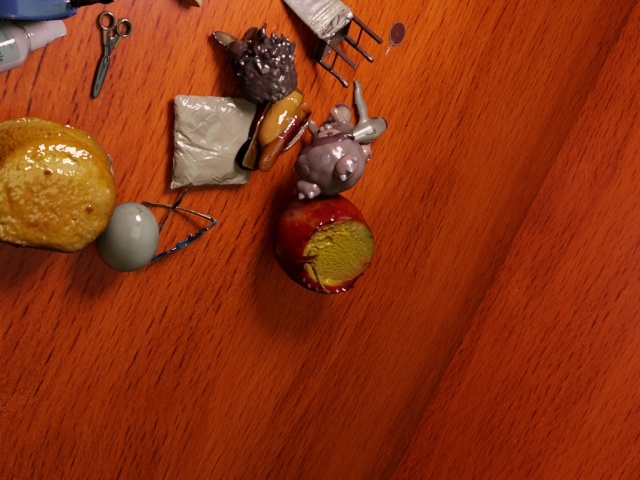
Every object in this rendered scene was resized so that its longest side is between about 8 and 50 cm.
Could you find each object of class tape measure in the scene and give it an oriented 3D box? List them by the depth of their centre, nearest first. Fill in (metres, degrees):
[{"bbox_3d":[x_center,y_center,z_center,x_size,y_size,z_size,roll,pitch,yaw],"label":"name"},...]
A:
[{"bbox_3d":[-0.589,-0.498,1.183,0.215,0.351,0.097,-15,120,-38],"label":"tape measure"}]

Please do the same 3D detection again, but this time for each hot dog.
[{"bbox_3d":[-0.117,-0.342,1.811,0.194,0.107,0.325,30,83,-60],"label":"hot dog"}]

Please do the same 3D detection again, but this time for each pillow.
[{"bbox_3d":[-0.317,-0.294,1.735,0.275,0.076,0.280,-9,118,-39],"label":"pillow"}]

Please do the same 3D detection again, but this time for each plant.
[{"bbox_3d":[-0.168,-0.523,1.672,0.178,0.204,0.233,-63,141,-59],"label":"plant"}]

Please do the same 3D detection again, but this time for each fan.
[{"bbox_3d":[0.266,-0.725,2.068,0.085,0.005,0.133,30,91,-47],"label":"fan"}]

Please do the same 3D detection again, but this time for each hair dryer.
[{"bbox_3d":[0.115,-0.423,2.064,0.219,0.088,0.225,-45,122,-8],"label":"hair dryer"}]

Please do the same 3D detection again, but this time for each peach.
[{"bbox_3d":[-0.005,-0.002,2.015,0.335,0.310,0.406,-47,142,-5],"label":"peach"}]

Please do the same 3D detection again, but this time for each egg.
[{"bbox_3d":[-0.541,-0.010,1.616,0.168,0.168,0.230,-12,143,-37],"label":"egg"}]

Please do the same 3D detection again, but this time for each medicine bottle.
[{"bbox_3d":[-0.711,-0.421,1.246,0.352,0.110,0.110,-45,139,-44],"label":"medicine bottle"}]

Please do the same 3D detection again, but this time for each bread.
[{"bbox_3d":[-0.678,-0.117,1.423,0.359,0.204,0.336,9,113,-47],"label":"bread"}]

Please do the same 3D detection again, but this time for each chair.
[{"bbox_3d":[0.025,-0.662,1.805,0.160,0.319,0.186,-46,179,-10],"label":"chair"}]

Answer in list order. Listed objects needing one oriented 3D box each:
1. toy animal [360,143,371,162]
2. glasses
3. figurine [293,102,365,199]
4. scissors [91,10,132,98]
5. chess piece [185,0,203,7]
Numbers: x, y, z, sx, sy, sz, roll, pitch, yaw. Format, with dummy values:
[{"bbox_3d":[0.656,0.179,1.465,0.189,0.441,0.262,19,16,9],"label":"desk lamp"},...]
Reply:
[{"bbox_3d":[0.141,-0.303,2.147,0.150,0.089,0.083,-46,115,-8],"label":"toy animal"},{"bbox_3d":[-0.439,-0.049,1.744,0.239,0.102,0.206,-35,132,-22],"label":"glasses"},{"bbox_3d":[0.038,-0.293,1.875,0.203,0.249,0.380,46,36,-34],"label":"figurine"},{"bbox_3d":[-0.551,-0.471,1.473,0.088,0.017,0.220,11,106,-45],"label":"scissors"},{"bbox_3d":[-0.321,-0.691,1.525,0.066,0.066,0.122,29,87,-46],"label":"chess piece"}]
